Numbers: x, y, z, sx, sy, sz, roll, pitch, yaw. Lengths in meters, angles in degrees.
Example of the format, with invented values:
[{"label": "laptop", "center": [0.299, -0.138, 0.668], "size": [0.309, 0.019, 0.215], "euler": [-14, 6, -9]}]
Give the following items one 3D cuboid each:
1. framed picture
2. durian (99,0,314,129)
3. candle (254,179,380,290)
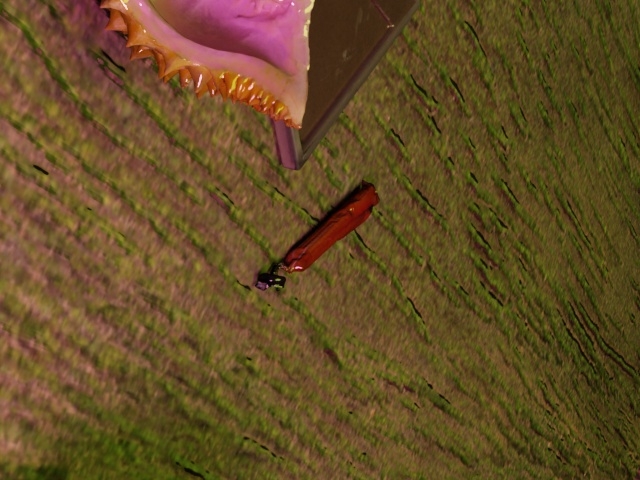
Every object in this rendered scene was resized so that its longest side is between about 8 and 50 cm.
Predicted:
[{"label": "framed picture", "center": [0.008, -0.221, 1.077], "size": [0.213, 0.016, 0.289], "euler": [-55, 150, -34]}, {"label": "durian", "center": [-0.049, -0.167, 0.862], "size": [0.165, 0.132, 0.182], "euler": [-56, 141, -55]}, {"label": "candle", "center": [0.001, 0.001, 1.194], "size": [0.167, 0.021, 0.026], "euler": [-42, 140, -48]}]
